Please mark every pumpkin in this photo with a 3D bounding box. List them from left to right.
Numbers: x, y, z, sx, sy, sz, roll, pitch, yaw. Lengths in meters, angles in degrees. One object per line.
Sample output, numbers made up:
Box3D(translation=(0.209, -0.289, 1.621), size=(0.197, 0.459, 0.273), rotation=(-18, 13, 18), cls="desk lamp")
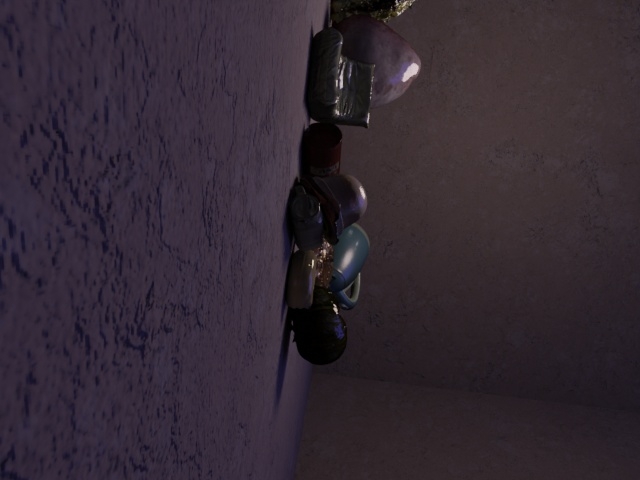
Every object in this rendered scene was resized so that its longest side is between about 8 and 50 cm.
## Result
Box3D(translation=(-0.015, 0.251, 1.302), size=(0.238, 0.159, 0.237), rotation=(165, -90, -79), cls="pumpkin")

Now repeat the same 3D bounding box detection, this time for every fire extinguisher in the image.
Box3D(translation=(0.000, -0.168, 1.267), size=(0.336, 0.107, 0.147), rotation=(90, 12, -56), cls="fire extinguisher")

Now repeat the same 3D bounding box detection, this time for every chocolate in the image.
Box3D(translation=(0.047, -0.105, 1.139), size=(0.221, 0.147, 0.221), rotation=(59, -8, 13), cls="chocolate")

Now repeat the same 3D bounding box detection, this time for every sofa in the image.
Box3D(translation=(0.063, -0.435, 1.202), size=(0.225, 0.176, 0.209), rotation=(43, 54, -87), cls="sofa")

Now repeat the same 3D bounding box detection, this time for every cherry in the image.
Box3D(translation=(0.157, -0.604, 1.528), size=(0.326, 0.335, 0.291), rotation=(-59, -174, -18), cls="cherry")

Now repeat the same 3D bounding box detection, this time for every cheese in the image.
Box3D(translation=(-0.044, 0.059, 1.190), size=(0.163, 0.071, 0.248), rotation=(59, 37, -87), cls="cheese")

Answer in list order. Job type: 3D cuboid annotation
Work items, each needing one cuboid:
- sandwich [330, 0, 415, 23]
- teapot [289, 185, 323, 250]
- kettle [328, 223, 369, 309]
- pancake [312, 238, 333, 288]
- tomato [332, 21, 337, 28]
Box3D(translation=(0.208, -0.922, 1.610), size=(0.131, 0.326, 0.262), rotation=(62, 31, -50), cls="sandwich")
Box3D(translation=(-0.036, -0.057, 1.079), size=(0.200, 0.077, 0.107), rotation=(90, -13, -69), cls="teapot")
Box3D(translation=(0.081, 0.124, 1.845), size=(0.319, 0.247, 0.342), rotation=(55, 30, -20), cls="kettle")
Box3D(translation=(0.002, 0.000, 1.553), size=(0.356, 0.065, 0.355), rotation=(-4, 90, -74), cls="pancake")
Box3D(translation=(0.081, -0.852, 1.756), size=(0.087, 0.075, 0.087), rotation=(-159, -90, -89), cls="tomato")
